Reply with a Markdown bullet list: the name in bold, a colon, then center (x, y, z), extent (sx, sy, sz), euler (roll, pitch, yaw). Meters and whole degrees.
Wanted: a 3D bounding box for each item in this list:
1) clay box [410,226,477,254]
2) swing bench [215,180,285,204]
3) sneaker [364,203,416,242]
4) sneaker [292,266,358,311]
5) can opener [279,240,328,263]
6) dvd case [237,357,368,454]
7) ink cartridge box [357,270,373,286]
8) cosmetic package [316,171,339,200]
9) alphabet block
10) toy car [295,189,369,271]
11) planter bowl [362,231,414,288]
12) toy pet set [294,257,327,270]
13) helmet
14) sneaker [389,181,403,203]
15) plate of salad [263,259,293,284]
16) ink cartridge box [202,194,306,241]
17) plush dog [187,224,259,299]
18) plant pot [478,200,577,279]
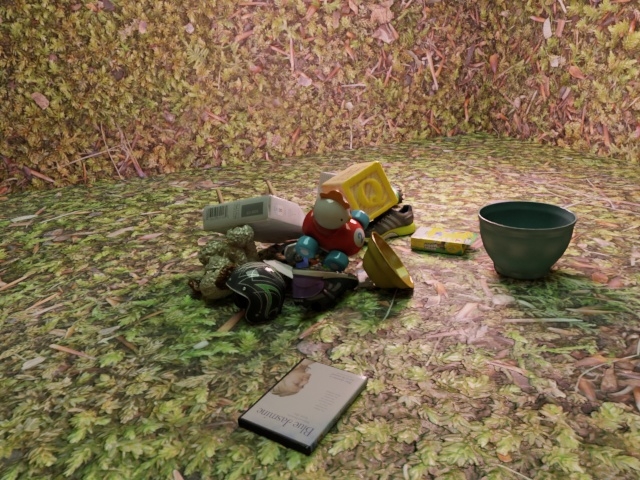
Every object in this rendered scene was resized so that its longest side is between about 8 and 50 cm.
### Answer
- **clay box**: center (0.459, 0.002, 1.898), extent (0.222, 0.053, 0.127), euler (9, 24, 26)
- **swing bench**: center (-0.304, -0.132, 2.229), extent (0.253, 0.165, 0.255), euler (-10, 27, -18)
- **sneaker**: center (0.246, -0.072, 2.029), extent (0.299, 0.121, 0.111), euler (-15, 23, -26)
- **sneaker**: center (0.009, 0.152, 1.536), extent (0.107, 0.124, 0.283), euler (2, -5, 39)
- **can opener**: center (0.000, 0.000, 1.740), extent (0.283, 0.076, 0.095), euler (-17, 42, -18)
- **dvd case**: center (-0.033, 0.349, 1.116), extent (0.180, 0.022, 0.253), euler (10, 25, 31)
- **ink cartridge box**: center (0.146, 0.127, 1.654), extent (0.048, 0.028, 0.083), euler (-3, 21, 1)
- **cosmetic package**: center (0.102, -0.229, 2.376), extent (0.151, 0.151, 0.183), euler (0, 11, -44)
- **alphabet block**: center (0.151, -0.186, 2.016), extent (0.193, 0.192, 0.197), euler (-35, 16, -17)
- **toy car**: center (0.051, -0.065, 1.595), extent (0.210, 0.238, 0.219), euler (25, 59, 7)
- **planter bowl**: center (0.195, 0.085, 1.609), extent (0.090, 0.217, 0.217), euler (-37, 16, 14)
- **toy pet set**: center (-0.031, 0.077, 1.765), extent (0.114, 0.065, 0.122), euler (-6, 21, -6)
- **helmet**: center (-0.186, 0.141, 1.487), extent (0.169, 0.162, 0.169), euler (-3, 21, 1)
- **sneaker**: center (0.230, -0.243, 2.461), extent (0.146, 0.134, 0.343), euler (-19, 26, -33)
- **plate of salad**: center (-0.096, 0.115, 1.624), extent (0.199, 0.048, 0.200), euler (27, 2, -1)
- **ink cartridge box**: center (-0.170, -0.064, 1.815), extent (0.308, 0.091, 0.385), euler (-7, -12, 35)
- **plush dog**: center (-0.300, 0.103, 1.640), extent (0.262, 0.211, 0.225), euler (-25, 17, 43)
- **plant pot**: center (0.657, 0.005, 1.657), extent (0.293, 0.196, 0.293), euler (-2, 21, 1)
